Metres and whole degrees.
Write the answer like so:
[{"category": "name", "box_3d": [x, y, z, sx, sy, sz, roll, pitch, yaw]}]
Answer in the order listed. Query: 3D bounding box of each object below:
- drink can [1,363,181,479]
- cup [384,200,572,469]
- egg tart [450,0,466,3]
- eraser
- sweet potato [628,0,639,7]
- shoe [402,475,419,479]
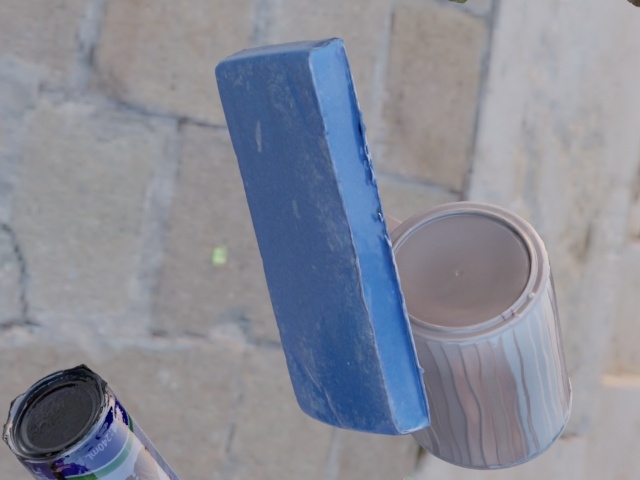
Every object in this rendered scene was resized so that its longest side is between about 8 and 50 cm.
[{"category": "drink can", "box_3d": [-0.168, 0.211, 1.407, 0.097, 0.097, 0.235, -59, 138, -29]}, {"category": "cup", "box_3d": [0.169, 0.088, 1.964, 0.273, 0.208, 0.288, 73, 1, -51]}, {"category": "egg tart", "box_3d": [0.056, -0.390, 1.671, 0.169, 0.388, 0.388, -39, 135, -7]}, {"category": "eraser", "box_3d": [0.000, 0.000, 1.319, 0.043, 0.144, 0.311, -20, 103, -32]}, {"category": "sweet potato", "box_3d": [0.155, -0.152, 0.809, 0.206, 0.060, 0.068, 25, 97, -34]}, {"category": "shoe", "box_3d": [0.099, 0.330, 1.669, 0.265, 0.110, 0.095, -61, 170, -60]}]
